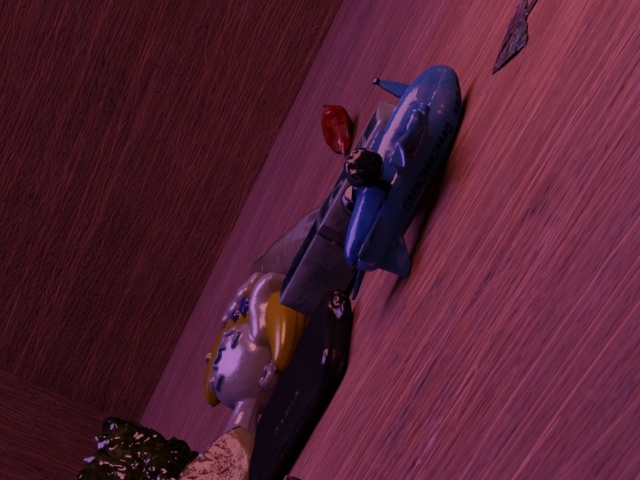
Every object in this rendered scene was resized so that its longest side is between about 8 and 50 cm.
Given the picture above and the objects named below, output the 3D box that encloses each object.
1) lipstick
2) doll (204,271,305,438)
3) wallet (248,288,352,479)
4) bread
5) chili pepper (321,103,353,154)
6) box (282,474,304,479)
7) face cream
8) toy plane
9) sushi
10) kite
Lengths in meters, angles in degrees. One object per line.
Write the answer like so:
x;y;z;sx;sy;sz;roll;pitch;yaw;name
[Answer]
0.042;-0.034;1.657;0.289;0.076;0.077;-60;8;28;lipstick
-0.095;0.161;1.857;0.252;0.111;0.237;-65;25;0;doll
-0.025;0.182;1.599;0.149;0.044;0.250;-85;19;-56;wallet
-0.119;0.306;1.684;0.157;0.094;0.083;-57;-33;-38;bread
0.031;-0.194;2.317;0.059;0.050;0.191;-60;22;24;chili pepper
-0.053;0.330;1.316;0.112;0.048;0.175;121;169;-48;box
0.000;0.000;1.886;0.341;0.084;0.137;-42;27;56;face cream
0.081;-0.077;1.437;0.254;0.105;0.271;94;-170;-66;toy plane
-0.265;0.414;1.841;0.352;0.178;0.294;105;-178;-50;sushi
0.207;-0.230;1.364;0.137;0.005;0.152;-79;15;-56;kite
